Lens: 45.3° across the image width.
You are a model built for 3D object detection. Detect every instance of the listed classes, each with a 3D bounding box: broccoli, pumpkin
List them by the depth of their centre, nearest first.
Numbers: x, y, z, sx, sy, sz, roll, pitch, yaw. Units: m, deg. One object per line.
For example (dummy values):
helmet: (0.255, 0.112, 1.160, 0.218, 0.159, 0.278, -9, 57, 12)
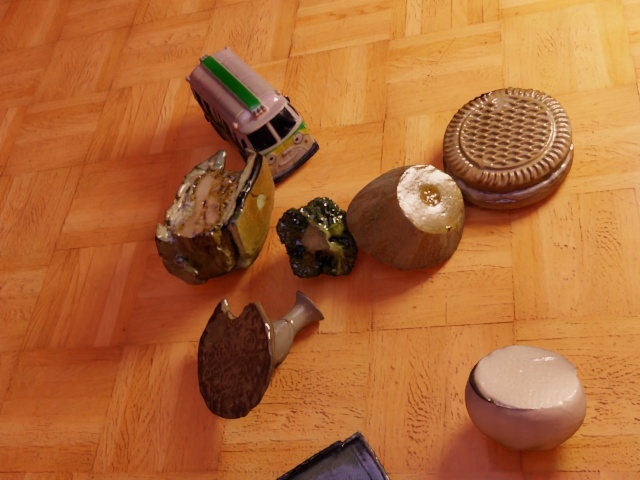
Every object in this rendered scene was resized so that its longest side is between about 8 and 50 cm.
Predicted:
pumpkin: (0.166, -0.061, 1.380, 0.217, 0.110, 0.217, 6, 53, -8)
broccoli: (0.000, 0.000, 1.424, 0.145, 0.138, 0.162, -28, 88, 7)

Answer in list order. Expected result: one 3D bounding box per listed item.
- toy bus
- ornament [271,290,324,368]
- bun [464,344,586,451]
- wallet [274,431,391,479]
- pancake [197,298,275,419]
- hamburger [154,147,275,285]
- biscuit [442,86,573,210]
toy bus: (-0.152, -0.275, 1.640, 0.143, 0.179, 0.305, -37, 51, -7)
ornament: (-0.071, 0.166, 1.362, 0.075, 0.081, 0.156, 42, 73, 17)
bun: (0.299, 0.246, 1.129, 0.172, 0.120, 0.173, -4, 25, 2)
wallet: (-0.027, 0.465, 1.122, 0.342, 0.075, 0.237, -32, 61, -5)
pancake: (-0.152, 0.203, 1.332, 0.235, 0.029, 0.212, 9, 88, 51)
hamburger: (-0.196, -0.032, 1.493, 0.167, 0.192, 0.288, 7, 47, 15)
biscuit: (0.347, -0.175, 1.435, 0.259, 0.079, 0.259, -11, 53, 15)
